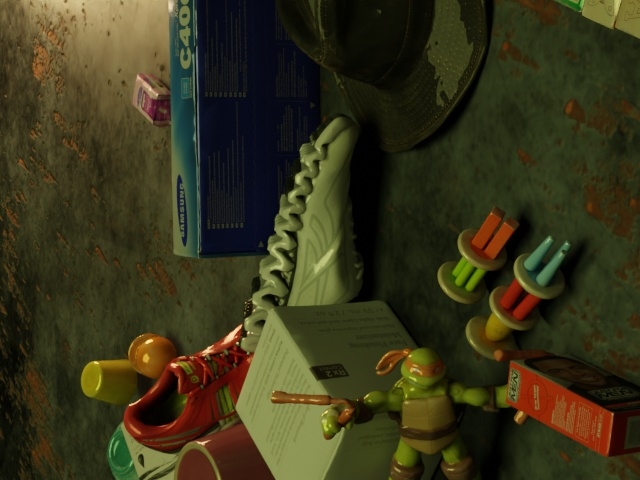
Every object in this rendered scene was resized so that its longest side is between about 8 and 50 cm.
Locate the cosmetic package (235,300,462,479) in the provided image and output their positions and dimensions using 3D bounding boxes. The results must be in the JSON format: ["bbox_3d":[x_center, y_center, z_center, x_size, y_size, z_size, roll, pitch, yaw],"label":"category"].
[{"bbox_3d":[0.026,0.180,1.570,0.183,0.151,0.151,54,135,42],"label":"cosmetic package"}]

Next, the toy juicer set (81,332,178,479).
[{"bbox_3d":[-0.224,0.286,2.081,0.209,0.089,0.329,-36,57,34],"label":"toy juicer set"}]

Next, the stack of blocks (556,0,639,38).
[{"bbox_3d":[0.234,-0.289,1.245,0.297,0.087,0.171,41,126,51],"label":"stack of blocks"}]

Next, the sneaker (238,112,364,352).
[{"bbox_3d":[0.000,0.000,1.650,0.110,0.118,0.292,-82,10,-72],"label":"sneaker"}]

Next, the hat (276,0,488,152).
[{"bbox_3d":[0.035,-0.257,1.540,0.331,0.134,0.331,6,97,58],"label":"hat"}]

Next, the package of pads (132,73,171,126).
[{"bbox_3d":[-0.238,-0.199,2.097,0.083,0.032,0.050,44,131,49],"label":"package of pads"}]

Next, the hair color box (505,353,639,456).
[{"bbox_3d":[0.234,0.143,1.297,0.141,0.072,0.043,24,113,56],"label":"hair color box"}]

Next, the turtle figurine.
[{"bbox_3d":[0.091,0.180,1.422,0.087,0.269,0.217,-105,8,-55],"label":"turtle figurine"}]

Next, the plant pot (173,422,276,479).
[{"bbox_3d":[-0.061,0.285,1.697,0.201,0.180,0.201,5,96,59],"label":"plant pot"}]

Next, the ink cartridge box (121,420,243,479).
[{"bbox_3d":[-0.154,0.286,1.896,0.148,0.086,0.203,-41,53,20],"label":"ink cartridge box"}]

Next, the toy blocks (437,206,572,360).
[{"bbox_3d":[0.178,0.023,1.397,0.148,0.054,0.123,-59,45,43],"label":"toy blocks"}]

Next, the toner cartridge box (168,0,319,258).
[{"bbox_3d":[-0.088,-0.157,1.722,0.075,0.165,0.348,5,96,60],"label":"toner cartridge box"}]

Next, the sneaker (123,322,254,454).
[{"bbox_3d":[-0.124,0.167,1.785,0.279,0.118,0.107,-42,55,16],"label":"sneaker"}]
